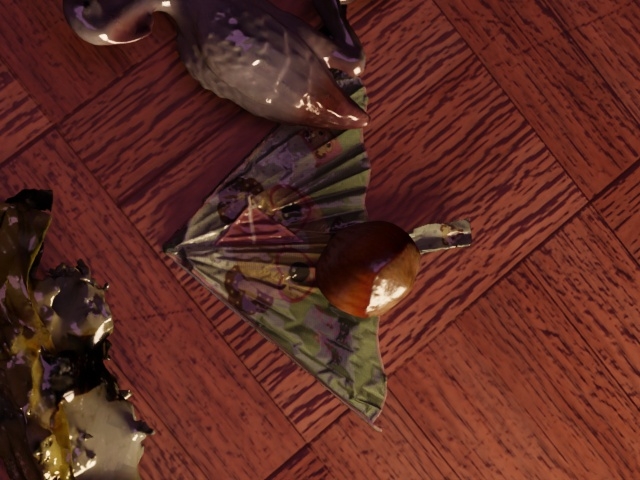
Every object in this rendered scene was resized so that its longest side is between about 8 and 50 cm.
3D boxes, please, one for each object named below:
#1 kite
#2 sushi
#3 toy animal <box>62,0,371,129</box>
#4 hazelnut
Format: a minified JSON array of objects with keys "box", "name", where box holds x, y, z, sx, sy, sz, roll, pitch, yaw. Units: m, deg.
[{"box":[0.000,0.000,1.430,0.268,0.013,0.322,-1,83,-15],"name":"kite"},{"box":[-0.199,0.099,1.300,0.131,0.139,0.290,-11,84,-24],"name":"sushi"},{"box":[-0.074,-0.172,1.394,0.324,0.090,0.195,-10,79,-25],"name":"toy animal"},{"box":[0.039,0.022,1.395,0.086,0.086,0.086,2,82,-15],"name":"hazelnut"}]
